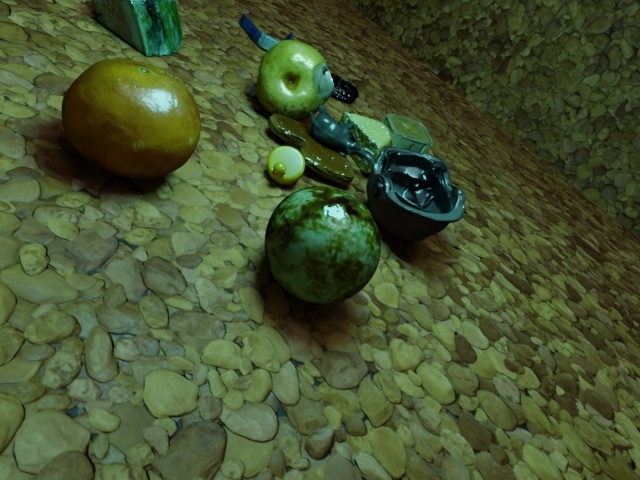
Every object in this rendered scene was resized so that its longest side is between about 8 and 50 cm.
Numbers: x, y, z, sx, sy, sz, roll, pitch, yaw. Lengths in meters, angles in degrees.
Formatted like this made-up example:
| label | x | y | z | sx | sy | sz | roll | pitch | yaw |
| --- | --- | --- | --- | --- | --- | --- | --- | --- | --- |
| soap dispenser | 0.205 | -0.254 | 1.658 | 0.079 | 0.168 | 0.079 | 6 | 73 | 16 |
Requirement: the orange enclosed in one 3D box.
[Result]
| label | x | y | z | sx | sy | sz | roll | pitch | yaw |
| --- | --- | --- | --- | --- | --- | --- | --- | --- | --- |
| orange | -0.400 | -0.263 | 1.113 | 0.284 | 0.226 | 0.284 | 18 | 31 | -11 |

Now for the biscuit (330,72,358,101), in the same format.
| label | x | y | z | sx | sy | sz | roll | pitch | yaw |
| --- | --- | --- | --- | --- | --- | --- | --- | --- | --- |
| biscuit | 0.076 | -0.658 | 2.224 | 0.194 | 0.053 | 0.194 | 22 | 34 | -16 |

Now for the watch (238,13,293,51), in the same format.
| label | x | y | z | sx | sy | sz | roll | pitch | yaw |
| --- | --- | --- | --- | --- | --- | --- | --- | --- | --- |
| watch | -0.199 | -0.898 | 2.317 | 0.276 | 0.068 | 0.274 | 4 | 37 | -37 |

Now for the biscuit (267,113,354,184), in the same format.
| label | x | y | z | sx | sy | sz | roll | pitch | yaw |
| --- | --- | --- | --- | --- | --- | --- | --- | --- | --- |
| biscuit | -0.034 | -0.279 | 1.607 | 0.262 | 0.052 | 0.277 | 15 | 34 | -31 |

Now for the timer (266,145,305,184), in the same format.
| label | x | y | z | sx | sy | sz | roll | pitch | yaw |
| --- | --- | --- | --- | --- | --- | --- | --- | --- | --- |
| timer | -0.095 | -0.206 | 1.405 | 0.107 | 0.109 | 0.107 | 2 | 75 | -7 |

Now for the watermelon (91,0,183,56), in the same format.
| label | x | y | z | sx | sy | sz | roll | pitch | yaw |
| --- | --- | --- | --- | --- | --- | --- | --- | --- | --- |
| watermelon | -0.588 | -0.741 | 1.668 | 0.302 | 0.151 | 0.264 | 31 | 32 | -3 |

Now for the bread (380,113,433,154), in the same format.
| label | x | y | z | sx | sy | sz | roll | pitch | yaw |
| --- | --- | --- | --- | --- | --- | --- | --- | --- | --- |
| bread | 0.328 | -0.403 | 2.043 | 0.192 | 0.110 | 0.210 | 12 | 36 | -19 |

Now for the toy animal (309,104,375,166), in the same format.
| label | x | y | z | sx | sy | sz | roll | pitch | yaw |
| --- | --- | --- | --- | --- | --- | --- | --- | --- | --- |
| toy animal | 0.074 | -0.330 | 1.661 | 0.269 | 0.082 | 0.137 | 33 | 31 | -11 |

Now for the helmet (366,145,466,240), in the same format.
| label | x | y | z | sx | sy | sz | roll | pitch | yaw |
| --- | --- | --- | --- | --- | --- | --- | --- | --- | --- |
| helmet | 0.253 | -0.113 | 1.499 | 0.271 | 0.197 | 0.338 | 8 | 45 | -20 |

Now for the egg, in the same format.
| label | x | y | z | sx | sy | sz | roll | pitch | yaw |
| --- | --- | --- | --- | --- | --- | --- | --- | --- | --- |
| egg | 0.000 | 0.000 | 1.086 | 0.238 | 0.238 | 0.289 | 17 | 25 | -23 |

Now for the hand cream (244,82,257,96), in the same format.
| label | x | y | z | sx | sy | sz | roll | pitch | yaw |
| --- | --- | --- | --- | --- | --- | --- | --- | --- | --- |
| hand cream | -0.185 | -0.522 | 1.830 | 0.067 | 0.043 | 0.210 | 49 | 30 | 22 |

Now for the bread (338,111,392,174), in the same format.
| label | x | y | z | sx | sy | sz | roll | pitch | yaw |
| --- | --- | --- | --- | --- | --- | --- | --- | --- | --- |
| bread | 0.168 | -0.337 | 1.769 | 0.134 | 0.129 | 0.260 | -15 | 50 | -30 |

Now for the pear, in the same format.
| label | x | y | z | sx | sy | sz | roll | pitch | yaw |
| --- | --- | --- | --- | --- | --- | --- | --- | --- | --- |
| pear | -0.091 | -0.524 | 1.712 | 0.271 | 0.271 | 0.271 | 22 | 33 | -16 |

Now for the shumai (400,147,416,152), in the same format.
| label | x | y | z | sx | sy | sz | roll | pitch | yaw |
| --- | --- | --- | --- | --- | --- | --- | --- | --- | --- |
| shumai | 0.321 | -0.274 | 1.899 | 0.139 | 0.105 | 0.123 | 55 | -6 | 17 |
